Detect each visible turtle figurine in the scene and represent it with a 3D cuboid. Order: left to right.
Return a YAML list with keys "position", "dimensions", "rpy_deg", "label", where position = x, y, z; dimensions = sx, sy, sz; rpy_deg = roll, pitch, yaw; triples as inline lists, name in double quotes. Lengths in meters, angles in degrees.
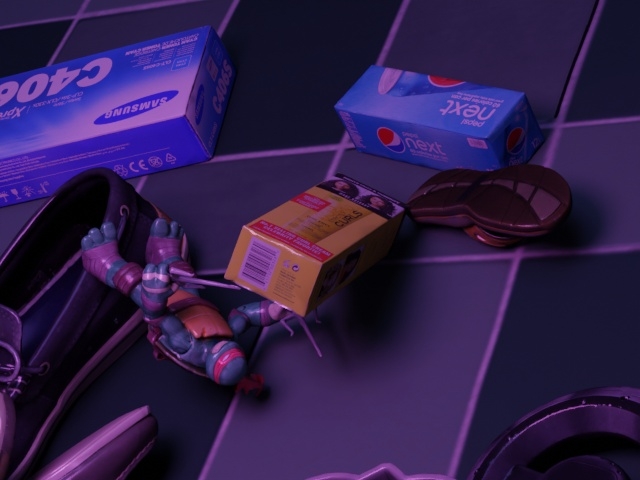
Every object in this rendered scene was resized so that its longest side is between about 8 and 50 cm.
- position: [-0.117, 0.063, 1.727]
  dimensions: [0.234, 0.175, 0.118]
  rpy_deg: [39, 104, 39]
  label: "turtle figurine"

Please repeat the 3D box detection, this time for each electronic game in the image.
- position: [0.205, 0.212, 1.458]
  dimensions: [0.229, 0.048, 0.229]
  rpy_deg: [-22, 42, 21]
  label: "electronic game"

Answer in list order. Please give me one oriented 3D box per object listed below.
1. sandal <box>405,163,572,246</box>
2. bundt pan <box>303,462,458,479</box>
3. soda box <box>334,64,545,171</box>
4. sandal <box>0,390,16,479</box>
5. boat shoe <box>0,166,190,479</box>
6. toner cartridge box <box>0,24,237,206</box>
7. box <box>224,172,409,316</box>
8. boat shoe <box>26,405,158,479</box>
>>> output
- position: [0.163, -0.024, 1.762]
  dimensions: [0.090, 0.060, 0.219]
  rpy_deg: [-44, 25, -28]
  label: "sandal"
- position: [0.025, 0.334, 1.362]
  dimensions: [0.331, 0.124, 0.331]
  rpy_deg: [-19, 40, 16]
  label: "bundt pan"
- position: [0.119, -0.120, 1.887]
  dimensions: [0.210, 0.067, 0.071]
  rpy_deg: [16, 56, 42]
  label: "soda box"
- position: [-0.398, 0.220, 1.654]
  dimensions: [0.303, 0.086, 0.120]
  rpy_deg: [-25, 51, 17]
  label: "sandal"
- position: [-0.325, 0.124, 1.819]
  dimensions: [0.187, 0.156, 0.500]
  rpy_deg: [18, 58, 42]
  label: "boat shoe"
- position: [-0.280, -0.137, 2.157]
  dimensions: [0.348, 0.075, 0.165]
  rpy_deg: [-12, 41, 21]
  label: "toner cartridge box"
- position: [0.000, 0.000, 1.718]
  dimensions: [0.087, 0.058, 0.232]
  rpy_deg: [26, 23, 15]
  label: "box"
- position: [-0.266, 0.280, 1.667]
  dimensions: [0.335, 0.095, 0.112]
  rpy_deg: [-37, 4, -17]
  label: "boat shoe"
